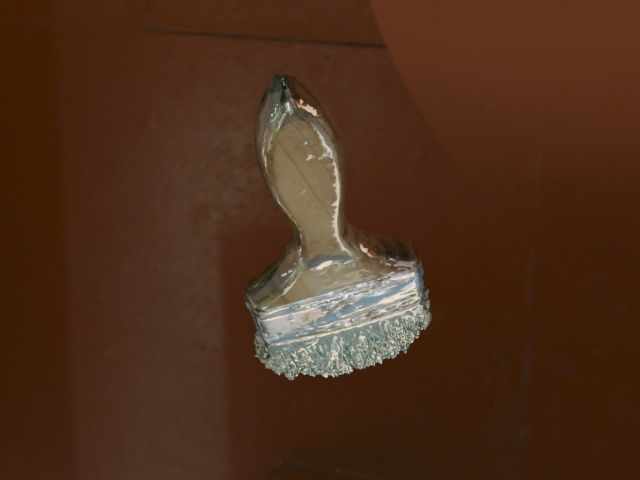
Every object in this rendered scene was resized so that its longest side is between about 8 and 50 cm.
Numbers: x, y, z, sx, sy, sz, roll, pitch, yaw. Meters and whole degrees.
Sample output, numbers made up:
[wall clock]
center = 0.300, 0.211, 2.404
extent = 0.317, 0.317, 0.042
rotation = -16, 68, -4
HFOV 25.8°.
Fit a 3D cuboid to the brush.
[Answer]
[brush]
center = 0.000, 0.000, 0.463
extent = 0.070, 0.196, 0.021
rotation = -14, 61, 0
